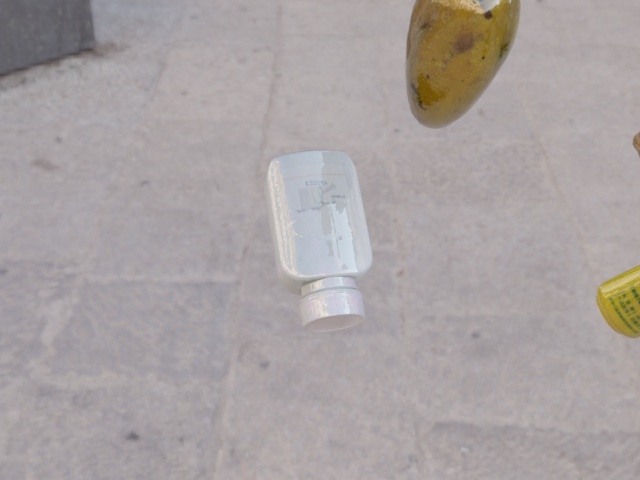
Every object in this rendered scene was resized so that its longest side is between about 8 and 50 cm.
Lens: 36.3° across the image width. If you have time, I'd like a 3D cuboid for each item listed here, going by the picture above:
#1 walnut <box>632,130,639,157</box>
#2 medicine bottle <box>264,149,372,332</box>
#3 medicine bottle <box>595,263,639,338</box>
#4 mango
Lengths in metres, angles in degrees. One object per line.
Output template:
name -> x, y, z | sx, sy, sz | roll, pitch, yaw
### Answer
walnut -> 0.581, -0.164, 1.641 | 0.105, 0.105, 0.124 | 1, 31, 0
medicine bottle -> 0.000, 0.000, 1.645 | 0.161, 0.111, 0.296 | -7, 70, -12
medicine bottle -> 0.502, 0.050, 1.323 | 0.095, 0.260, 0.064 | 54, 36, -4
mango -> 0.207, -0.302, 1.558 | 0.175, 0.329, 0.176 | 41, 49, 15
